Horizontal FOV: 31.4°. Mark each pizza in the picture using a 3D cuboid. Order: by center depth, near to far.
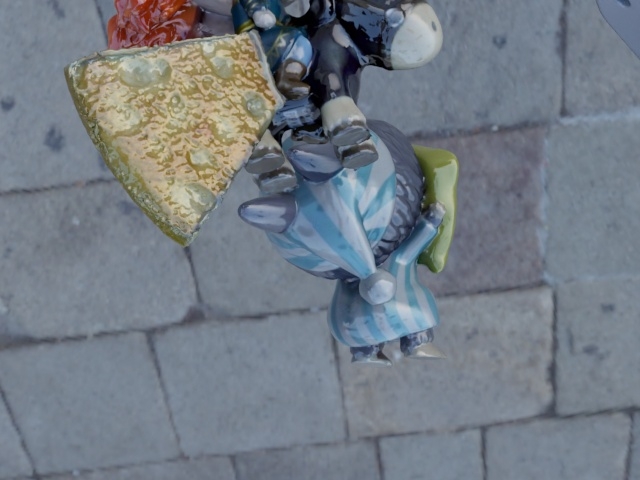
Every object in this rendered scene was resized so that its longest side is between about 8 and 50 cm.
[{"bbox_3d":[-0.124,-0.095,1.081,0.188,0.204,0.080,-18,168,-20],"label":"pizza"}]

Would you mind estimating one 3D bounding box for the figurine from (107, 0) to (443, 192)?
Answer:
[{"bbox_3d":[-0.058,-0.249,1.231,0.306,0.412,0.241,-50,154,9],"label":"figurine"}]

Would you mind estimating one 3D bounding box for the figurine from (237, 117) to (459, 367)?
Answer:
[{"bbox_3d":[0.000,0.000,1.599,0.266,0.362,0.377,-14,169,41],"label":"figurine"}]

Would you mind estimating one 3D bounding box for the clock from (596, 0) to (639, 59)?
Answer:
[{"bbox_3d":[0.252,-0.067,0.471,0.227,0.248,0.090,42,79,-19],"label":"clock"}]
